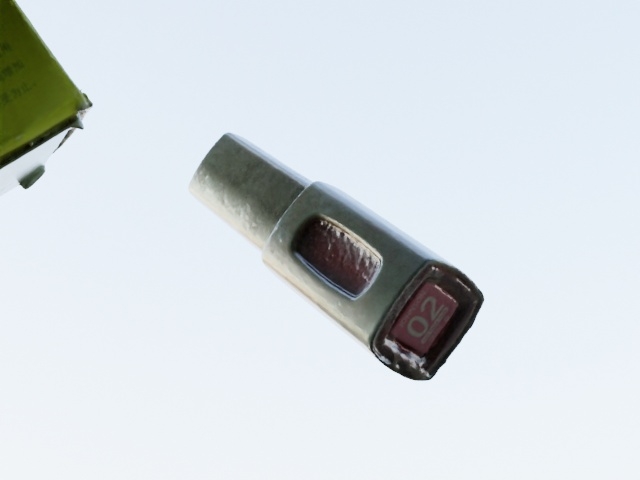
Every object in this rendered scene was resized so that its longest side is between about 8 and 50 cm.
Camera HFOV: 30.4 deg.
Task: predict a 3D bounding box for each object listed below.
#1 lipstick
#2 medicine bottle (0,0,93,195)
[{"bbox_3d":[0.000,0.000,0.827,0.077,0.079,0.253,34,3,-43],"label":"lipstick"},{"bbox_3d":[-0.254,-0.117,0.617,0.141,0.250,0.137,-36,6,-20],"label":"medicine bottle"}]
